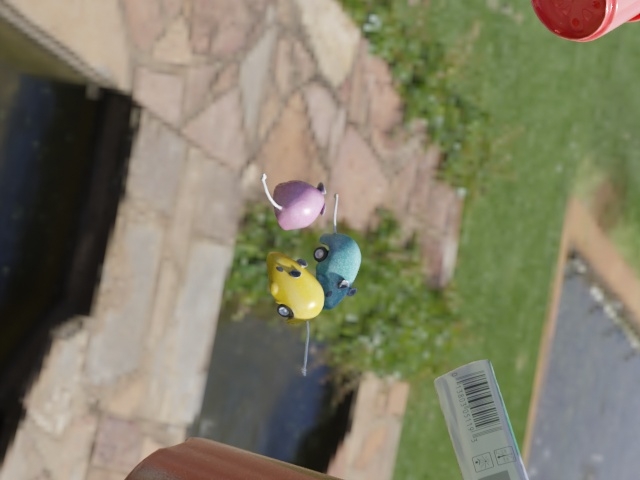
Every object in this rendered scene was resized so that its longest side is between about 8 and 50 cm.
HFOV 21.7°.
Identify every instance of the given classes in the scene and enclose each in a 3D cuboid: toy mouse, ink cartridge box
[{"bbox_3d":[0.000,0.000,1.316,0.143,0.031,0.161,-53,130,-50],"label":"toy mouse"},{"bbox_3d":[0.155,0.233,1.351,0.225,0.056,0.181,66,7,-46],"label":"ink cartridge box"}]

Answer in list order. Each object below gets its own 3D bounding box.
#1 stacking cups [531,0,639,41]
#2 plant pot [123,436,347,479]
[{"bbox_3d":[0.247,-0.219,1.142,0.316,0.096,0.096,-29,127,-42],"label":"stacking cups"},{"bbox_3d":[-0.043,0.303,1.435,0.272,0.265,0.272,-21,119,-45],"label":"plant pot"}]
